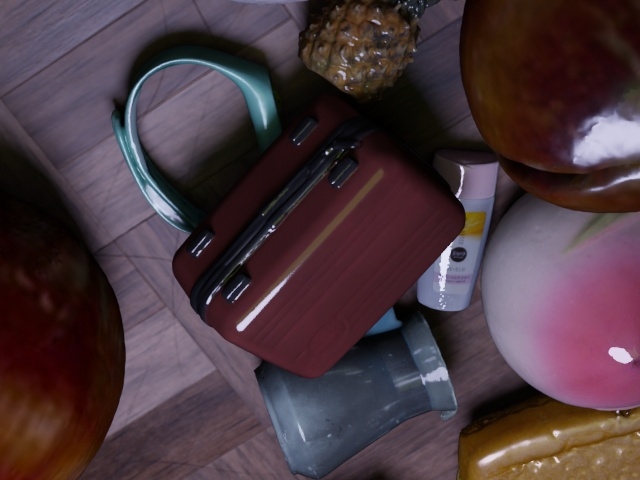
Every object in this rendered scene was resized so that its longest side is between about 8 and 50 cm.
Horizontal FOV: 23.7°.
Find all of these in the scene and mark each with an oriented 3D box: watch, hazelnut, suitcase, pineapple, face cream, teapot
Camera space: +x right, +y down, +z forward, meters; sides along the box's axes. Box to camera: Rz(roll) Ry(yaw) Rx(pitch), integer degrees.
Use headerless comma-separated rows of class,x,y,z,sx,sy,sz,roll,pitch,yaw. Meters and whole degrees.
watch,-0.132,-0.110,1.774,0.195,0.068,0.237,-14,115,2
hazelnut,0.356,-0.233,1.613,0.429,0.402,0.402,-16,116,7
suitcase,0.000,0.000,1.738,0.297,0.161,0.236,-48,143,6
hazelnut,-0.406,0.137,1.702,0.420,0.352,0.421,-13,117,-26
pineapple,0.084,-0.275,1.694,0.128,0.128,0.248,34,102,-19
face cream,0.165,-0.013,1.854,0.084,0.057,0.198,3,115,-8
teapot,0.040,0.170,1.885,0.225,0.171,0.203,-20,85,-3

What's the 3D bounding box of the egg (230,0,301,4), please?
egg,-0.039,-0.390,1.513,0.354,0.355,0.340,29,127,-18

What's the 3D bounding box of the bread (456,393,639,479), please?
bread,0.347,0.328,1.989,0.337,0.148,0.328,-19,111,5

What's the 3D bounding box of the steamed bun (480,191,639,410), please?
steamed bun,0.341,0.072,1.786,0.309,0.309,0.309,-2,115,-5
